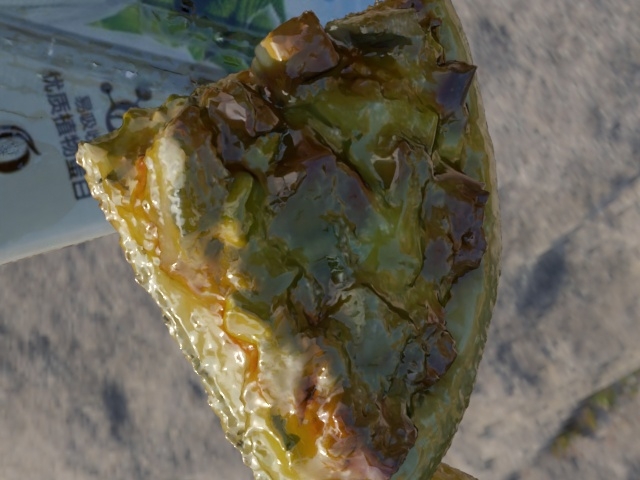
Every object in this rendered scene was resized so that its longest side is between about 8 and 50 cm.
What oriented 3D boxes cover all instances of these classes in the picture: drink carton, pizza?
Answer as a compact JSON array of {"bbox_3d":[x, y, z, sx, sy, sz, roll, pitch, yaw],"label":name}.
[{"bbox_3d":[-0.133,-0.095,0.754,0.324,0.132,0.194,-16,100,-22],"label":"drink carton"},{"bbox_3d":[0.001,0.000,0.465,0.134,0.175,0.046,13,160,-36],"label":"pizza"}]

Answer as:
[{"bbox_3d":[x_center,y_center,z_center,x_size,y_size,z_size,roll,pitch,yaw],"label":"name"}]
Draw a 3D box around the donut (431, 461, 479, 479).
[{"bbox_3d":[-0.005,0.154,0.644,0.152,0.259,0.101,48,128,4],"label":"donut"}]
